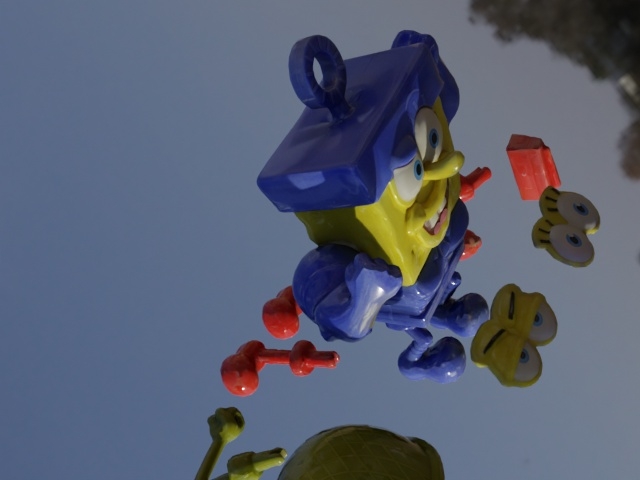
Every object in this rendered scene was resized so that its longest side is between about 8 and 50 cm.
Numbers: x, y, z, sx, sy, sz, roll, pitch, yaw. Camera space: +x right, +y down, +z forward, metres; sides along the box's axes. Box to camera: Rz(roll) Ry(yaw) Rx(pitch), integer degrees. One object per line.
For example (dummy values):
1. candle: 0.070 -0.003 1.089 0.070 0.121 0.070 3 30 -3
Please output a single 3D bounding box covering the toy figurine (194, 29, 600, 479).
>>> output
1. toy figurine: 0.000 0.000 0.787 0.362 0.191 0.217 -57 -43 -39
